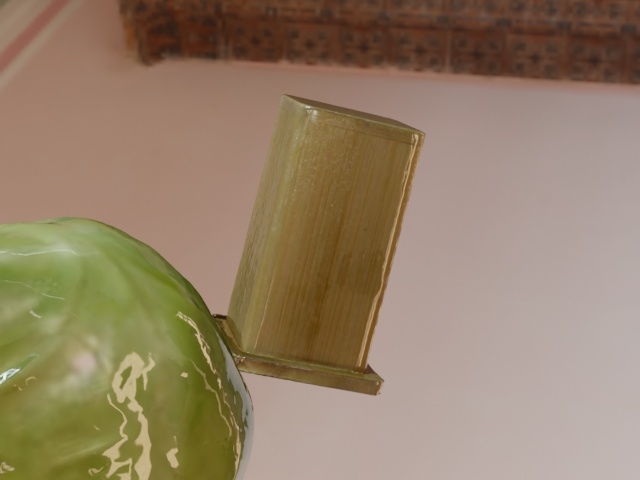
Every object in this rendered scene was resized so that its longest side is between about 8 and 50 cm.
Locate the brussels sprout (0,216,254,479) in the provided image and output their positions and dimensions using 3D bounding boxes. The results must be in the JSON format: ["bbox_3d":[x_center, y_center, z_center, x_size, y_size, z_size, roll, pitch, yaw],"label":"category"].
[{"bbox_3d":[-0.203,0.137,0.842,0.247,0.328,0.328,-137,50,-81],"label":"brussels sprout"}]

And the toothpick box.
[{"bbox_3d":[0.000,0.000,1.452,0.190,0.188,0.308,-135,58,-74],"label":"toothpick box"}]
